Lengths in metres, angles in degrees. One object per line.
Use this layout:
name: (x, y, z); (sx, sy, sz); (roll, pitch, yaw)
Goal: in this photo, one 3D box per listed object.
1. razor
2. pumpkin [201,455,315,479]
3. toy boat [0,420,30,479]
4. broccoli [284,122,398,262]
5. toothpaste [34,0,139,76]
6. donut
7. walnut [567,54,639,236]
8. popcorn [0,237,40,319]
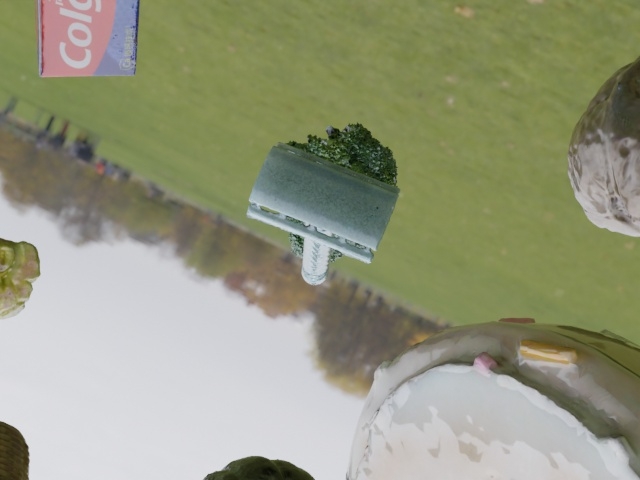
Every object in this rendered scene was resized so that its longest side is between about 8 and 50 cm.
razor: (0.000, 0.000, 1.038); (0.106, 0.068, 0.232); (22, 163, 5)
pumpkin: (-0.075, 0.367, 1.460); (0.220, 0.220, 0.162); (26, 156, -21)
toy boat: (-0.258, 0.200, 0.841); (0.115, 0.089, 0.310); (5, -145, -19)
broccoli: (0.013, -0.062, 1.531); (0.156, 0.195, 0.195); (22, 177, 23)
toothpaste: (-0.158, -0.253, 0.832); (0.076, 0.320, 0.066); (-4, -133, -14)
donut: (0.169, 0.230, 0.829); (0.142, 0.382, 0.383); (-16, -153, -37)
walnut: (0.359, -0.111, 1.317); (0.178, 0.230, 0.178); (23, 159, 10)
popcorn: (-0.379, 0.042, 1.429); (0.089, 0.109, 0.097); (85, 165, -70)
